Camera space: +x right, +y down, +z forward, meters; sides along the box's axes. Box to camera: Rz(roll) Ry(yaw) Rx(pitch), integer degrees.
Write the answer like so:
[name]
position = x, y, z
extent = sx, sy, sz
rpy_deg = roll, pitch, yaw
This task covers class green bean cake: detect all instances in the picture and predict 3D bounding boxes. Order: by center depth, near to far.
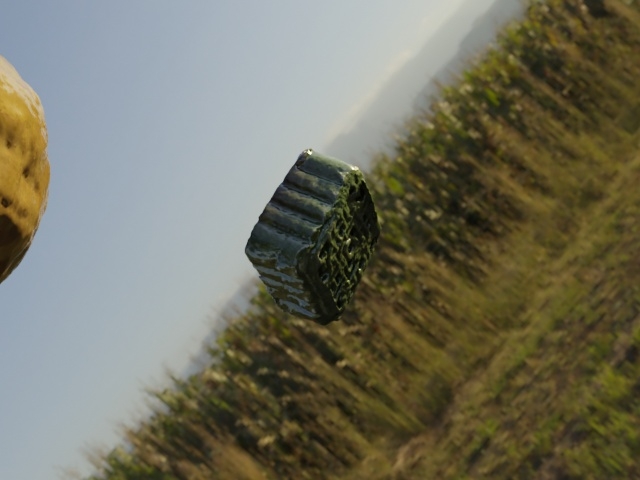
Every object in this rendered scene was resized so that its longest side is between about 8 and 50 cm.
[green bean cake]
position = 0.000, 0.000, 1.345
extent = 0.173, 0.094, 0.181
rpy_deg = -60, -29, -25

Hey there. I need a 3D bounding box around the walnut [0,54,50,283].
[walnut]
position = -0.374, -0.065, 0.856
extent = 0.306, 0.306, 0.344
rpy_deg = -49, -4, -16
